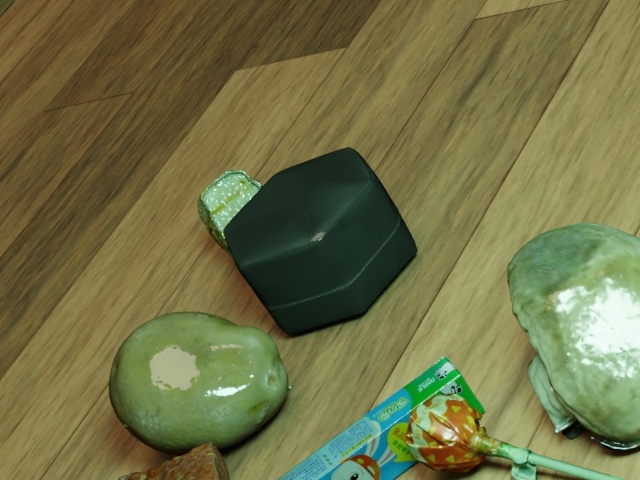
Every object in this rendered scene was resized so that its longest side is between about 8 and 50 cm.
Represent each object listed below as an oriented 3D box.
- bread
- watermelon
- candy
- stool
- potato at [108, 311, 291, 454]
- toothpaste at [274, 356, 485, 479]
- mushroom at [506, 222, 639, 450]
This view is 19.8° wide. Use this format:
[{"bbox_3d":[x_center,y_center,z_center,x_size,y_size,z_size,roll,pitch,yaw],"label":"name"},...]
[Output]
[{"bbox_3d":[-0.098,-0.013,2.519,0.103,0.156,0.110,-38,-6,-21],"label":"bread"},{"bbox_3d":[-0.169,0.310,2.072,0.193,0.139,0.256,-18,23,13],"label":"watermelon"},{"bbox_3d":[0.207,0.217,1.861,0.288,0.078,0.084,11,30,42],"label":"candy"},{"bbox_3d":[0.000,0.000,2.333,0.232,0.141,0.232,-27,28,16],"label":"stool"},{"bbox_3d":[-0.150,0.170,2.213,0.235,0.160,0.177,-5,76,22],"label":"potato"},{"bbox_3d":[0.050,0.232,1.989,0.267,0.065,0.050,-36,27,-4],"label":"toothpaste"},{"bbox_3d":[0.290,0.073,1.879,0.190,0.164,0.267,-25,29,19],"label":"mushroom"}]
